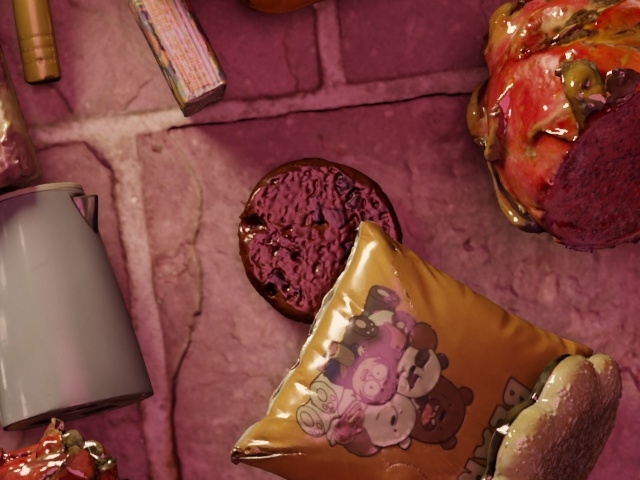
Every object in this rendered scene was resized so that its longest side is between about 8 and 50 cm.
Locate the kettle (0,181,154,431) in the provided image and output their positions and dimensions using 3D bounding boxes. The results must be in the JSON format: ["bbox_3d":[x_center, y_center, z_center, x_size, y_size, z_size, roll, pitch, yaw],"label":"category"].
[{"bbox_3d":[-0.306,0.075,1.727,0.211,0.160,0.243,-19,80,18],"label":"kettle"}]

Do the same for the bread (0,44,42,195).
[{"bbox_3d":[-0.427,-0.193,1.711,0.187,0.155,0.338,-17,90,0],"label":"bread"}]

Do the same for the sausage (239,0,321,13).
[{"bbox_3d":[0.065,-0.356,1.819,0.354,0.116,0.134,-19,81,-12],"label":"sausage"}]

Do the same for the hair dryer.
[{"bbox_3d":[-0.320,-0.308,1.757,0.090,0.135,0.278,-10,97,-10],"label":"hair dryer"}]

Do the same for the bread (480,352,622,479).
[{"bbox_3d":[0.239,0.241,1.759,0.056,0.207,0.286,25,84,31],"label":"bread"}]

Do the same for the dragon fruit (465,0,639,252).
[{"bbox_3d":[0.279,-0.159,1.776,0.296,0.314,0.263,-19,53,-26],"label":"dragon fruit"}]

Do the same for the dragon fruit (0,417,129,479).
[{"bbox_3d":[-0.280,0.321,1.633,0.244,0.244,0.299,28,119,-5],"label":"dragon fruit"}]

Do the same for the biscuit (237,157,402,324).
[{"bbox_3d":[0.000,0.000,1.813,0.192,0.049,0.192,0,90,-14],"label":"biscuit"}]

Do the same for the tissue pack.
[{"bbox_3d":[-0.156,-0.217,1.777,0.060,0.108,0.148,-26,88,-8],"label":"tissue pack"}]

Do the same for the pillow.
[{"bbox_3d":[0.103,0.177,1.770,0.312,0.119,0.310,32,80,-15],"label":"pillow"}]
